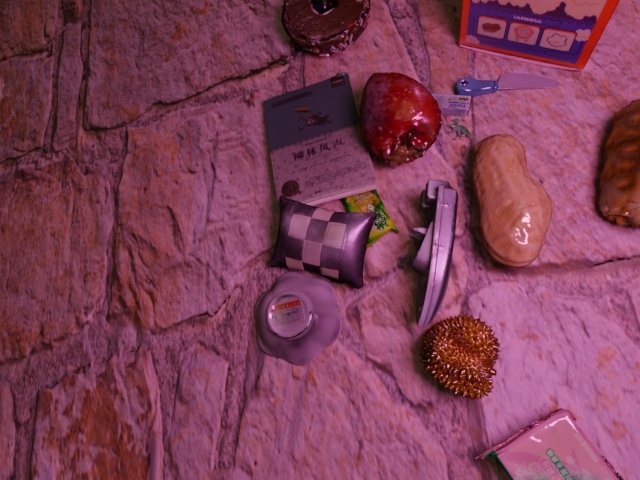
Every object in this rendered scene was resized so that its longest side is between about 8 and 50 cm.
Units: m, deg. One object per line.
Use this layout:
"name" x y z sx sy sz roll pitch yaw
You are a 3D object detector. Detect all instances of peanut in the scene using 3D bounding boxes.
"peanut" 0.417 -0.093 0.889 0.148 0.147 0.318 -6 67 13

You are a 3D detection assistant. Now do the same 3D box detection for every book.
"book" -0.012 -0.267 1.089 0.264 0.031 0.378 -15 66 10

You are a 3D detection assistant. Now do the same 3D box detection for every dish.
"dish" -0.065 0.178 0.956 0.230 0.081 0.229 -4 72 14

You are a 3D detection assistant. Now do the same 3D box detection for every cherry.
"cherry" 0.182 -0.306 0.979 0.175 0.192 0.249 -19 73 -23

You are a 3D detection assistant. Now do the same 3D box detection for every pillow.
"pillow" 0.000 0.000 0.976 0.250 0.106 0.185 13 95 18

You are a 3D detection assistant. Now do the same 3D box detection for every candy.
"candy" 0.115 -0.075 1.011 0.102 0.032 0.178 -26 69 6

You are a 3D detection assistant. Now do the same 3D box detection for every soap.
"soap" 0.454 0.462 0.728 0.218 0.098 0.273 -36 66 9

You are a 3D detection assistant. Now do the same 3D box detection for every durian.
"durian" 0.287 0.228 0.828 0.168 0.136 0.158 27 62 34

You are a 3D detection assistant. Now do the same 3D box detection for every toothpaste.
"toothpaste" 0.299 -0.350 1.045 0.164 0.034 0.046 10 76 17

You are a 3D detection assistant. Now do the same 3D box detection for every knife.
"knife" 0.467 -0.398 1.023 0.245 0.032 0.058 -3 65 9

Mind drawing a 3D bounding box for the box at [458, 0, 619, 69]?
"box" 0.547 -0.643 0.951 0.319 0.257 0.348 22 81 21

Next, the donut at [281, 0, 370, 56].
"donut" 0.018 -0.654 1.175 0.270 0.103 0.269 -3 74 11

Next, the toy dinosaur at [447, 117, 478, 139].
"toy dinosaur" 0.359 -0.280 1.017 0.083 0.021 0.062 15 65 19

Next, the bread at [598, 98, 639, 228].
"bread" 0.674 -0.153 0.841 0.152 0.130 0.267 4 71 54

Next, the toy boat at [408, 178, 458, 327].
"toy boat" 0.239 0.031 0.889 0.092 0.141 0.319 9 76 5
